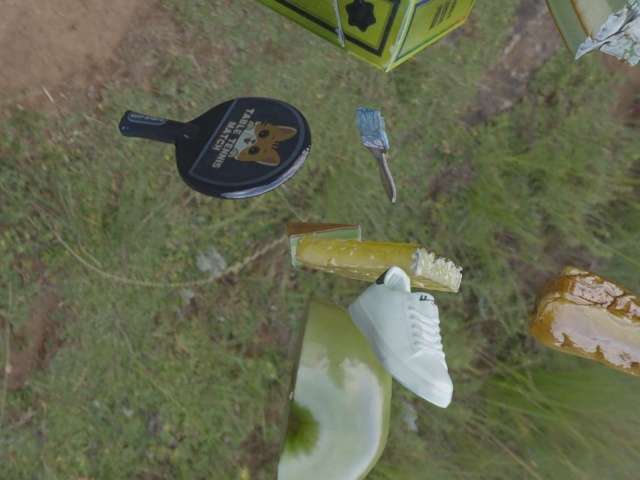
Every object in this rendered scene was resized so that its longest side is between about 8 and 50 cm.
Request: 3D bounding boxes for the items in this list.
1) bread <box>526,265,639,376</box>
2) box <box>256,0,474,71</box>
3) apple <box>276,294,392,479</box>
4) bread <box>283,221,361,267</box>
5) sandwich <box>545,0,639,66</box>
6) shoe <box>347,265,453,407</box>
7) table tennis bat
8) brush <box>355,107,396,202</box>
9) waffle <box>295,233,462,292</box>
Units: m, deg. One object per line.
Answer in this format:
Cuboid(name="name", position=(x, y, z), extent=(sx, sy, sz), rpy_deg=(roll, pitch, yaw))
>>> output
Cuboid(name="bread", position=(0.590, 0.176, 1.857), extent=(0.343, 0.195, 0.149), rpy_deg=(20, 71, 1))
Cuboid(name="box", position=(-0.004, -0.213, 0.670), extent=(0.141, 0.220, 0.064), rpy_deg=(-42, 157, -50))
Cuboid(name="apple", position=(-0.015, 0.282, 1.642), extent=(0.320, 0.360, 0.312), rpy_deg=(-35, 95, 5))
Cuboid(name="bread", position=(0.005, -0.001, 1.797), extent=(0.139, 0.084, 0.074), rpy_deg=(-9, 110, -5))
Cuboid(name="sandwich", position=(0.451, -0.366, 1.335), extent=(0.227, 0.198, 0.155), rpy_deg=(-10, 159, -26))
Cuboid(name="shoe", position=(0.129, 0.128, 1.352), extent=(0.095, 0.265, 0.110), rpy_deg=(32, 99, -35))
Cuboid(name="table tennis bat", position=(-0.122, -0.112, 1.052), extent=(0.027, 0.236, 0.150), rpy_deg=(75, 35, -50))
Cuboid(name="brush", position=(0.110, -0.152, 1.706), extent=(0.021, 0.070, 0.196), rpy_deg=(-37, 123, -27))
Cuboid(name="waffle", position=(0.105, 0.041, 1.610), extent=(0.248, 0.221, 0.055), rpy_deg=(20, 76, -63))
